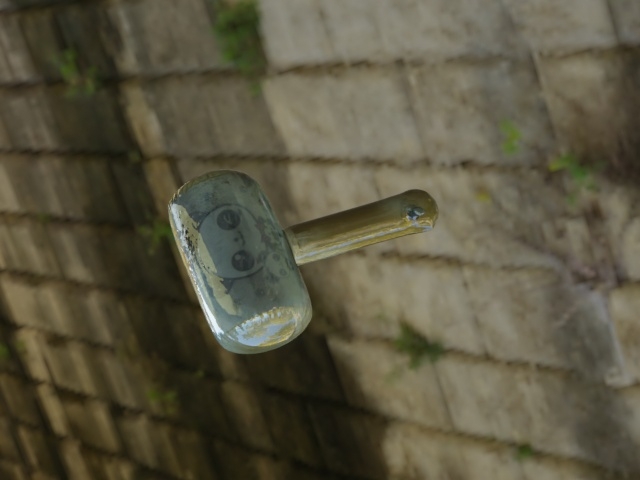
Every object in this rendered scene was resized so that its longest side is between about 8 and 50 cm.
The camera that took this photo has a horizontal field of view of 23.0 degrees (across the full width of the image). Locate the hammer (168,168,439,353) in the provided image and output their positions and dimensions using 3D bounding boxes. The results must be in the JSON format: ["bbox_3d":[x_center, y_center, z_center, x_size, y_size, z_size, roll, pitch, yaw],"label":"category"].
[{"bbox_3d":[0.000,0.000,1.692,0.305,0.202,0.113,-14,161,-26],"label":"hammer"}]
